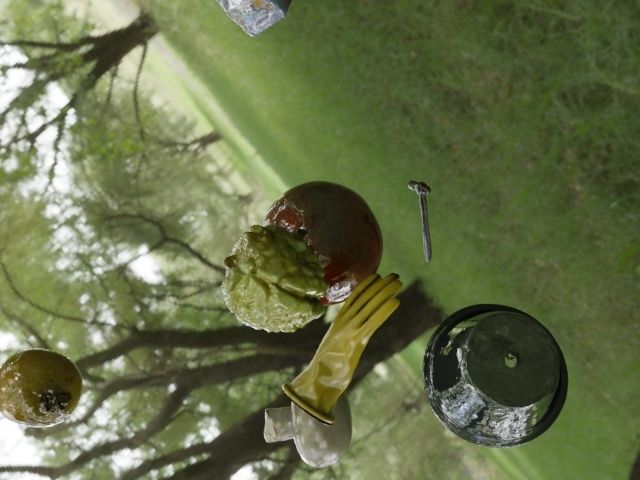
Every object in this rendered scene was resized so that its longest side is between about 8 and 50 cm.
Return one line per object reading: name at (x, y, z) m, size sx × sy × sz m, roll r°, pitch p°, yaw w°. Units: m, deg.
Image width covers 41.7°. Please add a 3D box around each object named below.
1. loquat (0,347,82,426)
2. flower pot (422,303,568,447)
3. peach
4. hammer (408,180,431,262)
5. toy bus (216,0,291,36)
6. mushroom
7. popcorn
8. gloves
loquat at (-0.495, 0.258, 1.471) m, size 0.163 × 0.137 × 0.163 m, roll 22°, pitch 168°, yaw 5°
flower pot at (0.280, 0.196, 1.291) m, size 0.235 × 0.235 × 0.148 m, roll 49°, pitch 170°, yaw 14°
peach at (0.000, 0.000, 1.685) m, size 0.252 × 0.252 × 0.252 m, roll 49°, pitch 178°, yaw 2°
hammer at (0.212, -0.038, 1.716) m, size 0.065 × 0.021 × 0.178 m, roll 35°, pitch 141°, yaw 56°
toy bus at (-0.065, -0.460, 1.225) m, size 0.138 × 0.317 × 0.112 m, roll 34°, pitch 150°, yaw -30°
mushroom at (-0.030, 0.392, 1.826) m, size 0.204 × 0.204 × 0.204 m, roll 49°, pitch 178°, yaw 2°
popcorn at (-0.065, 0.053, 1.236) m, size 0.173 × 0.173 × 0.142 m, roll 48°, pitch 136°, yaw 37°
gloves at (0.058, 0.182, 1.522) m, size 0.116 × 0.294 × 0.133 m, roll 37°, pitch 178°, yaw -32°
